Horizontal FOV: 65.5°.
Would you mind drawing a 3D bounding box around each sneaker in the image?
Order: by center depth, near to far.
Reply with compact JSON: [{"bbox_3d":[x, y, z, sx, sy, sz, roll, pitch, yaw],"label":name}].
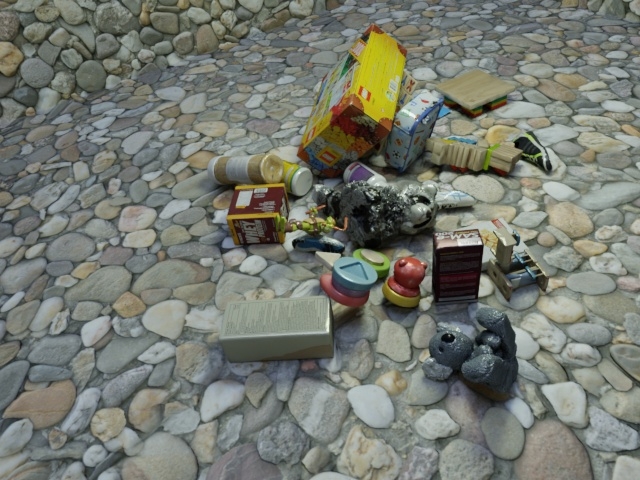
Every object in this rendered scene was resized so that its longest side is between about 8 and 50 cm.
[{"bbox_3d":[0.000,0.000,1.734,0.191,0.071,0.082,10,41,20],"label":"sneaker"},{"bbox_3d":[0.436,-0.139,1.801,0.238,0.085,0.086,5,71,11],"label":"sneaker"},{"bbox_3d":[0.824,-0.335,1.948,0.097,0.084,0.234,-26,38,17],"label":"sneaker"}]

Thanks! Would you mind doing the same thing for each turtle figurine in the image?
[{"bbox_3d":[-0.040,-0.058,1.701,0.218,0.087,0.269,-3,22,-19],"label":"turtle figurine"}]

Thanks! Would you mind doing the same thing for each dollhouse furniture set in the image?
[{"bbox_3d":[0.589,0.061,1.468,0.130,0.183,0.128,-15,43,-5],"label":"dollhouse furniture set"}]

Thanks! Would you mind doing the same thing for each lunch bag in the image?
[{"bbox_3d":[0.369,-0.431,1.949,0.115,0.303,0.243,38,57,18],"label":"lunch bag"}]

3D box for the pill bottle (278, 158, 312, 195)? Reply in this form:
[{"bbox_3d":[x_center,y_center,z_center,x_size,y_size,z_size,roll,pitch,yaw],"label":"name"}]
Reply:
[{"bbox_3d":[-0.145,-0.262,2.004,0.209,0.117,0.117,24,52,32],"label":"pill bottle"}]

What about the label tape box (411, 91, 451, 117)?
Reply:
[{"bbox_3d":[0.389,-0.619,2.292,0.348,0.115,0.249,-27,45,-15],"label":"label tape box"}]

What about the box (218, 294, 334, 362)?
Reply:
[{"bbox_3d":[-0.120,0.256,1.439,0.312,0.121,0.147,-4,43,7],"label":"box"}]

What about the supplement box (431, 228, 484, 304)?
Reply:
[{"bbox_3d":[0.392,0.081,1.443,0.131,0.239,0.073,-5,43,5],"label":"supplement box"}]

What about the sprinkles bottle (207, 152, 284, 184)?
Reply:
[{"bbox_3d":[-0.303,-0.282,1.981,0.356,0.121,0.121,7,42,43],"label":"sprinkles bottle"}]

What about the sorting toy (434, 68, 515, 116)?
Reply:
[{"bbox_3d":[0.709,-0.676,2.308,0.257,0.089,0.255,-25,44,-15],"label":"sorting toy"}]

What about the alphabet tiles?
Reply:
[{"bbox_3d":[0.285,-0.542,2.097,0.011,0.342,0.285,9,34,-30],"label":"alphabet tiles"}]

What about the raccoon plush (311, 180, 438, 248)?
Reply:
[{"bbox_3d":[0.206,-0.156,1.757,0.300,0.215,0.446,-15,40,-28],"label":"raccoon plush"}]

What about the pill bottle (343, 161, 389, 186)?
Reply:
[{"bbox_3d":[0.184,-0.216,1.900,0.108,0.108,0.193,-29,45,-19],"label":"pill bottle"}]

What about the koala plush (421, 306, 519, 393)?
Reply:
[{"bbox_3d":[0.379,0.294,1.293,0.222,0.203,0.196,-2,51,40],"label":"koala plush"}]

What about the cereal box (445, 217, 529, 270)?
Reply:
[{"bbox_3d":[0.525,0.019,1.626,0.241,0.047,0.173,-16,43,-6],"label":"cereal box"}]

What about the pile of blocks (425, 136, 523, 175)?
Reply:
[{"bbox_3d":[0.591,-0.326,1.951,0.363,0.112,0.149,13,34,13],"label":"pile of blocks"}]

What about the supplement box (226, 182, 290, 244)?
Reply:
[{"bbox_3d":[-0.224,-0.097,1.834,0.192,0.129,0.194,-3,43,7],"label":"supplement box"}]

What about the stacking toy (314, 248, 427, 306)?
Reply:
[{"bbox_3d":[0.147,0.070,1.509,0.309,0.130,0.279,1,33,-25],"label":"stacking toy"}]

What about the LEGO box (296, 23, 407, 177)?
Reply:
[{"bbox_3d":[0.131,-0.559,2.013,0.193,0.373,0.499,30,53,-21],"label":"LEGO box"}]
